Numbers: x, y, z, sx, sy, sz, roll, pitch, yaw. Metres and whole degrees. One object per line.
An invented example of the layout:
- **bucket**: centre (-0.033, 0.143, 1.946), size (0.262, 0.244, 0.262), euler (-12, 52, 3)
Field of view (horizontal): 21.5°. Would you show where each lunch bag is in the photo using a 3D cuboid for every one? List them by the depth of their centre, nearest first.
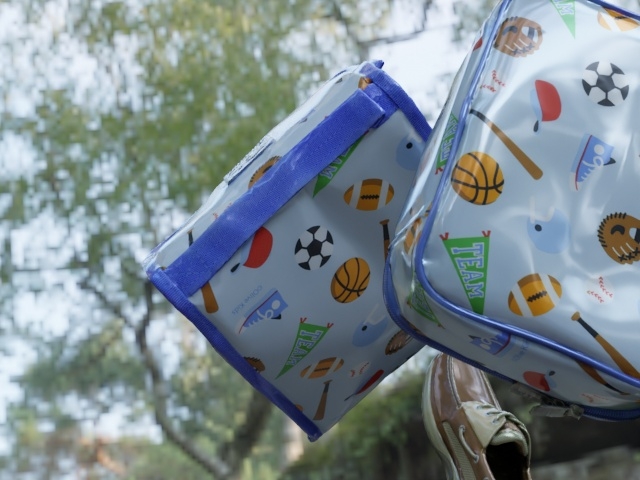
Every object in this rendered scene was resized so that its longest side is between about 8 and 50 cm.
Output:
- **lunch bag**: centre (0.190, -0.022, 1.215), size (0.243, 0.303, 0.115), euler (22, -23, -4)
- **lunch bag**: centre (0.000, 0.000, 1.804), size (0.328, 0.239, 0.385), euler (-44, -24, -2)

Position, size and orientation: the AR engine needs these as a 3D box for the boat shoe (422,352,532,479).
- **boat shoe**: centre (0.228, 0.281, 2.237), size (0.122, 0.324, 0.120), euler (17, -44, -35)
